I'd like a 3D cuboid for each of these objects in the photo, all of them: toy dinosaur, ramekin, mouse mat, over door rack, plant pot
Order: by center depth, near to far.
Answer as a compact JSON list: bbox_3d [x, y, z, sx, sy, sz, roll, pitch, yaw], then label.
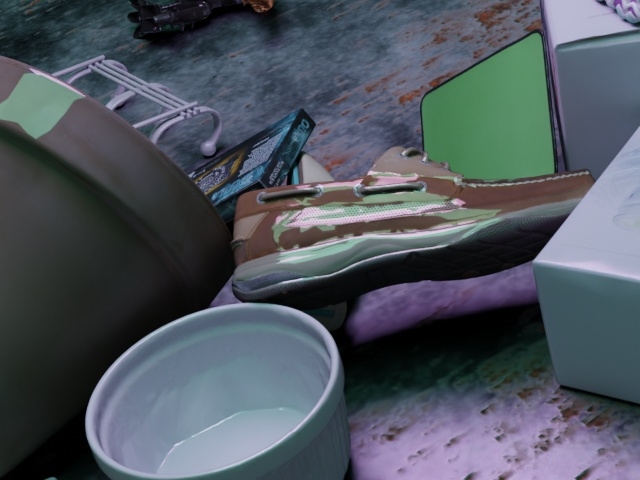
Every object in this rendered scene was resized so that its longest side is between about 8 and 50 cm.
[{"bbox_3d":[-0.073,0.155,1.154,0.207,0.109,0.207,-12,33,8],"label":"ramekin"},{"bbox_3d":[-0.282,0.043,1.271,0.323,0.323,0.280,14,60,38],"label":"plant pot"},{"bbox_3d":[0.154,-0.098,1.352,0.007,0.153,0.189,8,-20,-33],"label":"mouse mat"},{"bbox_3d":[-0.308,-0.117,1.633,0.324,0.108,0.239,-14,27,-35],"label":"over door rack"},{"bbox_3d":[-0.144,-0.370,1.930,0.218,0.164,0.322,-12,8,-22],"label":"toy dinosaur"}]

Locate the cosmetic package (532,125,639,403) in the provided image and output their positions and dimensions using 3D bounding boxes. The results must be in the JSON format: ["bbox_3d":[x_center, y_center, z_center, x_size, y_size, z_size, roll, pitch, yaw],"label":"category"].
[{"bbox_3d":[0.324,0.020,1.146,0.224,0.138,0.225,11,44,36],"label":"cosmetic package"}]

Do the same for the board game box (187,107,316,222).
[{"bbox_3d":[-0.096,-0.056,1.474,0.186,0.026,0.126,-26,25,39],"label":"board game box"}]

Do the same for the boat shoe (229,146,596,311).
[{"bbox_3d":[0.077,-0.026,1.230,0.324,0.123,0.116,-11,72,0],"label":"boat shoe"}]

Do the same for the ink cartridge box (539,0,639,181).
[{"bbox_3d":[0.278,-0.173,1.378,0.121,0.211,0.289,-8,34,9],"label":"ink cartridge box"}]

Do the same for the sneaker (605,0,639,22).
[{"bbox_3d":[0.256,-0.226,1.214,0.038,0.069,0.098,-28,36,-17],"label":"sneaker"}]

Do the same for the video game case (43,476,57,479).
[{"bbox_3d":[-0.284,0.296,1.119,0.206,0.026,0.227,-21,34,-6],"label":"video game case"}]

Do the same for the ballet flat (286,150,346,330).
[{"bbox_3d":[0.000,0.000,1.389,0.086,0.086,0.248,-10,35,11],"label":"ballet flat"}]
